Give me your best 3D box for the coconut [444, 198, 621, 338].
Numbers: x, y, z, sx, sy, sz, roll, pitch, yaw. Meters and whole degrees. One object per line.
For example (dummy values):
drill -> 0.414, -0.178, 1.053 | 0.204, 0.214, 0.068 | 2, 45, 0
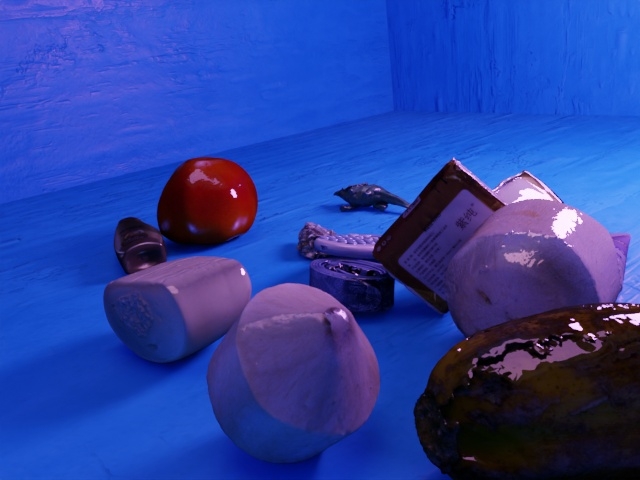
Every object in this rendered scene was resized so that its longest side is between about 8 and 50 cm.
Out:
coconut -> 0.329, 0.056, 0.925 | 0.237, 0.238, 0.266 | 6, 21, 34

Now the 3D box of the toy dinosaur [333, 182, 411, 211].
toy dinosaur -> 0.147, -0.121, 1.757 | 0.120, 0.079, 0.292 | -22, 27, -33

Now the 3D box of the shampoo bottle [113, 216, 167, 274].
shampoo bottle -> -0.486, 0.004, 1.604 | 0.125, 0.084, 0.350 | -15, 19, -17

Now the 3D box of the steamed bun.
steamed bun -> -0.247, 0.118, 1.070 | 0.250, 0.155, 0.200 | 1, 16, 41

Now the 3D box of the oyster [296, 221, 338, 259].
oyster -> 0.000, 0.000, 1.477 | 0.177, 0.064, 0.125 | 12, 22, 40

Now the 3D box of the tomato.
tomato -> -0.314, -0.116, 1.668 | 0.298, 0.226, 0.298 | -5, 14, 1

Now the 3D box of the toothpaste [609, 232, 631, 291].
toothpaste -> 0.550, 0.034, 1.188 | 0.125, 0.080, 0.371 | -2, 12, 26

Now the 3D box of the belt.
belt -> 0.061, 0.087, 1.160 | 0.141, 0.082, 0.190 | -11, 17, -43

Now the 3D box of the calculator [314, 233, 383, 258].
calculator -> 0.121, 0.012, 1.344 | 0.302, 0.042, 0.188 | 1, 6, -40

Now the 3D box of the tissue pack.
tissue pack -> 0.227, -0.004, 1.071 | 0.183, 0.226, 0.092 | 39, 19, -5

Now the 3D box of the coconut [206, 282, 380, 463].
coconut -> -0.028, 0.158, 0.746 | 0.202, 0.222, 0.202 | 18, 47, -20

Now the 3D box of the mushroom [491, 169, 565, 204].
mushroom -> 0.376, 0.009, 1.235 | 0.292, 0.212, 0.217 | -17, 62, -44

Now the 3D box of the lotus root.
lotus root -> 0.301, 0.171, 0.663 | 0.397, 0.196, 0.179 | -7, 24, -8
